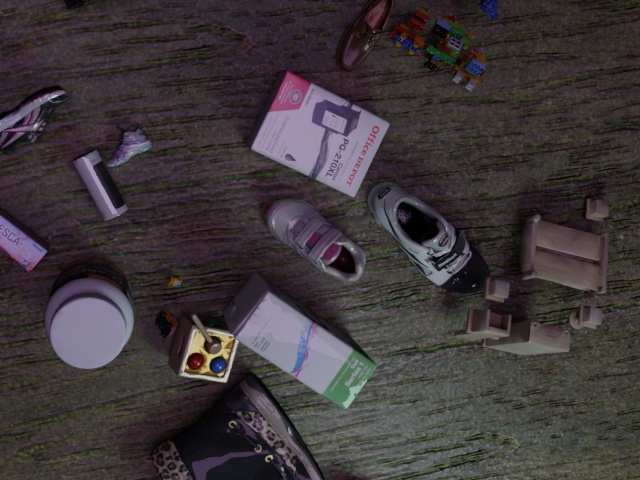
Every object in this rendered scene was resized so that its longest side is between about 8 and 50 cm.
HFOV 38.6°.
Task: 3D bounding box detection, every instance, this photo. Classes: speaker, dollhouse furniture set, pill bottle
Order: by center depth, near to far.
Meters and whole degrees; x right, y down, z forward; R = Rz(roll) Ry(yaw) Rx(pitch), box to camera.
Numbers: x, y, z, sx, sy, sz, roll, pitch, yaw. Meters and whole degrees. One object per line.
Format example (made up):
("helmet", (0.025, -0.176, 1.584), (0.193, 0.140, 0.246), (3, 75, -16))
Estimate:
("pill bottle", (-0.434, 0.136, 1.723), (0.162, 0.278, 0.162), (-2, 101, -13))
("speaker", (-0.433, -0.109, 1.794), (0.055, 0.055, 0.136), (-27, 104, -6))
("dollhouse furniture set", (0.451, 0.062, 2.004), (0.303, 0.174, 0.355), (14, 75, -21))

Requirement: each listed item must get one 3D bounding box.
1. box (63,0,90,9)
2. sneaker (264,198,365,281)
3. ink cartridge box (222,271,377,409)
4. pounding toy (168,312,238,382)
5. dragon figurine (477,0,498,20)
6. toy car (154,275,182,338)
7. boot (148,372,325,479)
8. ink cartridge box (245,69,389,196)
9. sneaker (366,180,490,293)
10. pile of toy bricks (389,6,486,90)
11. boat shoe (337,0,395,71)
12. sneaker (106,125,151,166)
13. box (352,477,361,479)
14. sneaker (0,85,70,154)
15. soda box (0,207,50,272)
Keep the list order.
("box", (-0.403, -0.592, 1.607), (0.073, 0.293, 0.295), (-36, 108, -45))
("sneaker", (0.000, 0.000, 1.877), (0.252, 0.111, 0.103), (32, 92, -15))
("ink cartridge box", (-0.047, 0.199, 1.856), (0.278, 0.201, 0.117), (36, 91, -15))
("pounding toy", (-0.236, 0.209, 1.856), (0.130, 0.100, 0.141), (13, 98, -29))
("dragon figurine", (0.275, -0.568, 1.815), (0.085, 0.144, 0.289), (-40, 105, -3))
("toy car", (-0.297, 0.139, 1.870), (0.040, 0.060, 0.122), (10, 107, -45))
("boot", (-0.154, 0.503, 1.922), (0.284, 0.138, 0.377), (-32, 101, -6))
("ink cartridge box", (-0.005, -0.215, 1.842), (0.237, 0.100, 0.172), (24, 95, -15))
("sneaker", (0.241, 0.012, 1.916), (0.330, 0.146, 0.122), (38, 89, -17))
("pile of toy bricks", (0.262, -0.415, 1.872), (0.212, 0.118, 0.105), (29, 61, -7))
("boat shoe", (0.092, -0.423, 1.845), (0.064, 0.060, 0.178), (31, 93, -16))
("sneaker", (-0.390, -0.192, 1.800), (0.098, 0.038, 0.069), (-32, 104, -15))
("box", (0.078, 0.671, 2.009), (0.149, 0.127, 0.232), (36, 92, -16))
("sneaker", (-0.552, -0.229, 1.749), (0.178, 0.072, 0.077), (-29, 117, 3))
("soda box", (-0.614, -0.019, 1.767), (0.183, 0.063, 0.058), (41, 90, -16))
